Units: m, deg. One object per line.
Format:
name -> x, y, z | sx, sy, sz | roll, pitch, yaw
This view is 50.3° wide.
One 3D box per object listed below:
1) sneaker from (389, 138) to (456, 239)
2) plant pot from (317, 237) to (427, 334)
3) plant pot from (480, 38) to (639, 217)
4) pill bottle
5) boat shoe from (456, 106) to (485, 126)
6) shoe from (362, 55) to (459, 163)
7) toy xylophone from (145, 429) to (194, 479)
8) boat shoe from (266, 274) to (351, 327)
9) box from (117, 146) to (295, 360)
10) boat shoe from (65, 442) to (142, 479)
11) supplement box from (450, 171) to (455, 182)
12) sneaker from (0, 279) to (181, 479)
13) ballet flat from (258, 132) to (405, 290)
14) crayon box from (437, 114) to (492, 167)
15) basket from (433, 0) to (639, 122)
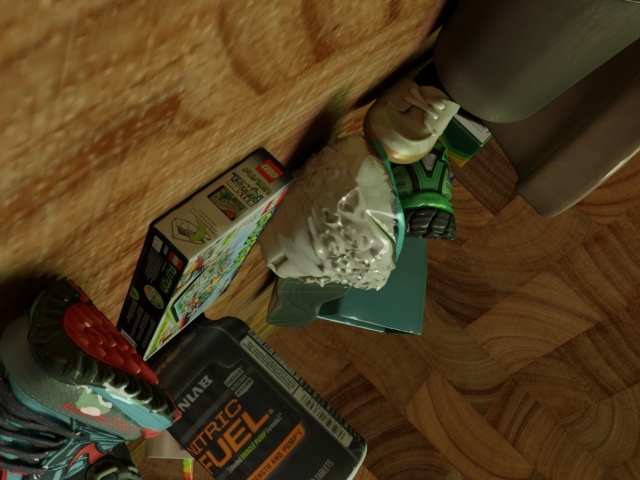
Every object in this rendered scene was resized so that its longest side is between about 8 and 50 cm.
sneaker -> 0.115, -0.078, 0.983 | 0.343, 0.134, 0.146 | -173, -93, -79
plant pot -> 0.103, 0.044, 1.274 | 0.165, 0.165, 0.234 | 161, -57, -72
plant pot -> 0.279, -0.195, 0.806 | 0.263, 0.229, 0.263 | -44, 174, -6
pill bottle -> -0.082, 0.167, 0.683 | 0.130, 0.245, 0.130 | -46, 176, -5
boat shoe -> 0.269, -0.195, 1.016 | 0.068, 0.081, 0.228 | -37, -143, -9
shoe -> 0.107, -0.150, 0.700 | 0.219, 0.076, 0.058 | -51, 172, -47
toy xylophone -> -0.223, 0.307, 1.064 | 0.322, 0.081, 0.236 | 139, -45, -78
boat shoe -> -0.023, 0.057, 1.174 | 0.320, 0.118, 0.103 | 120, -28, -60
box -> -0.101, 0.020, 0.555 | 0.114, 0.036, 0.207 | -42, 174, -36
boat shoe -> -0.283, 0.294, 0.798 | 0.121, 0.119, 0.335 | -45, 175, 2
supplement box -> 0.166, -0.087, 1.417 | 0.111, 0.114, 0.220 | -44, 173, -28
sneaker -> -0.166, 0.116, 0.427 | 0.125, 0.104, 0.262 | -41, 173, -23
ballet flat -> 0.000, 0.000, 0.740 | 0.147, 0.147, 0.409 | -45, 175, -6
crayon box -> 0.407, -0.332, 1.431 | 0.363, 0.106, 0.313 | -46, 175, 3
basket -> 0.202, -0.208, 0.582 | 0.204, 0.154, 0.227 | -37, 176, -21
